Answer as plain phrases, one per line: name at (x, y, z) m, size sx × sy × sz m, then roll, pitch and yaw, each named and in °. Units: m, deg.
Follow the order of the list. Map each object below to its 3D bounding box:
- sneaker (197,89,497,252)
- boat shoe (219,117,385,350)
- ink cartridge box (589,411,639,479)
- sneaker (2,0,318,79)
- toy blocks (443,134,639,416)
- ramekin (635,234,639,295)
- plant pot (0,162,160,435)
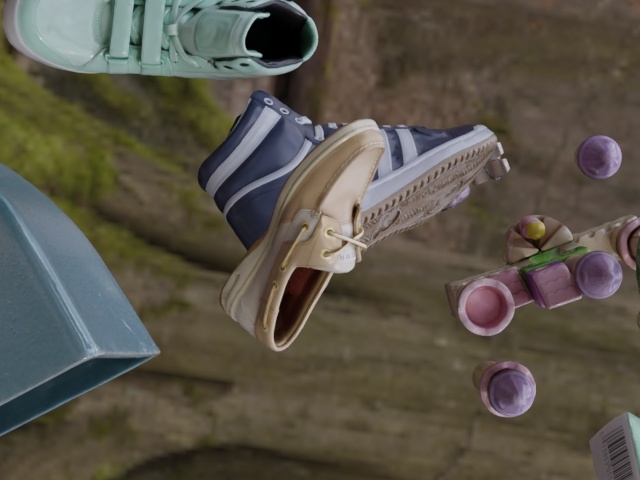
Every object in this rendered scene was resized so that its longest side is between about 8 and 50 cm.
sneaker at (0.021, -0.073, 1.561) m, size 0.282 × 0.153 × 0.099 m, roll -29°, pitch 157°, yaw -37°
boat shoe at (0.000, 0.000, 1.128) m, size 0.059 × 0.063 × 0.170 m, roll 48°, pitch -55°, yaw 25°
ink cartridge box at (0.337, 0.270, 1.556) m, size 0.056 × 0.224 × 0.181 m, roll -41°, pitch -144°, yaw 32°
sneaker at (-0.127, -0.186, 1.504) m, size 0.151 × 0.255 × 0.094 m, roll 4°, pitch -88°, yaw 62°
toy blocks at (0.276, 0.025, 2.060) m, size 0.260 × 0.288 × 0.309 m, roll -151°, pitch -138°, yaw -84°
ramekin at (0.474, 0.033, 1.843) m, size 0.148 × 0.303 × 0.303 m, roll -113°, pitch -148°, yaw -63°
plant pot at (-0.346, 0.056, 1.762) m, size 0.252 × 0.247 × 0.247 m, roll 63°, pitch 7°, yaw 7°
